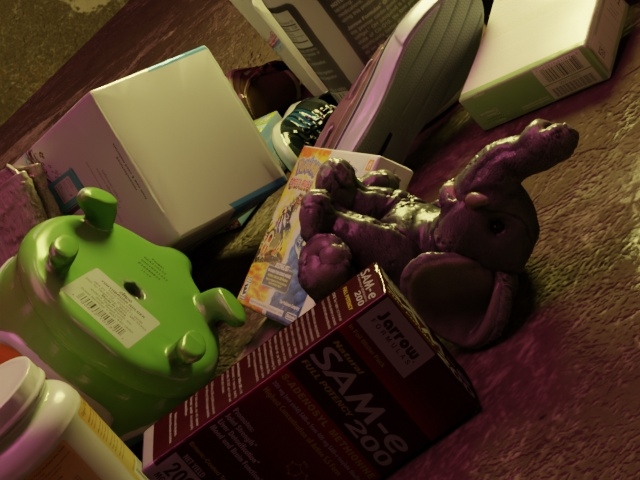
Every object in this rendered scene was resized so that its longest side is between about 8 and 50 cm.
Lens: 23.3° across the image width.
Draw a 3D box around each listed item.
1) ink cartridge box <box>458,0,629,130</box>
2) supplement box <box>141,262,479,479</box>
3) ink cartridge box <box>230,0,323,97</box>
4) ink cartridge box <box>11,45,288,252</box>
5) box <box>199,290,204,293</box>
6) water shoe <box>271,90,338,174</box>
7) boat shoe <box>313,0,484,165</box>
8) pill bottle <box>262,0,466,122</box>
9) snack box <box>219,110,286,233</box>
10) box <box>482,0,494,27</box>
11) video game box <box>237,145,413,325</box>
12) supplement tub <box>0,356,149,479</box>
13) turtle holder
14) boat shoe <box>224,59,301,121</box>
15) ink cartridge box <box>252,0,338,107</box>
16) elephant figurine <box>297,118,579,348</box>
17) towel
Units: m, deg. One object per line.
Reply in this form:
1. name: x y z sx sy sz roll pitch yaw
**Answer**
1. ink cartridge box: 0.253 -0.241 1.686 0.171 0.056 0.235 -22 33 41
2. supplement box: -0.010 0.143 1.231 0.239 0.130 0.073 -37 19 8
3. ink cartridge box: -0.045 -0.347 2.187 0.117 0.278 0.201 -38 19 11
4. ink cartridge box: -0.223 -0.066 1.862 0.198 0.197 0.270 -30 -2 -44
5. box: -0.173 0.091 1.819 0.083 0.018 0.067 -13 32 52
6. water shoe: -0.009 -0.143 1.969 0.080 0.073 0.203 -30 21 17
7. boat shoe: 0.073 -0.163 1.726 0.094 0.109 0.302 21 74 48
8. pill bottle: 0.037 -0.287 1.831 0.176 0.318 0.176 -33 20 14
9. snack box: -0.146 -0.072 2.061 0.207 0.070 0.174 -17 28 45
10. box: 0.355 -0.376 1.825 0.322 0.079 0.257 -21 24 42
11. video game box: 0.000 0.000 1.563 0.187 0.048 0.205 -65 22 -5
12. supplement tub: -0.241 0.216 1.381 0.144 0.199 0.144 -34 19 14
13. turtle holder: -0.241 0.091 1.611 0.227 0.243 0.320 -50 27 20
14. boat shoe: -0.077 -0.215 2.203 0.095 0.095 0.257 -20 14 10
15. ink cartridge box: 0.097 -0.364 2.070 0.353 0.207 0.119 -49 20 -25
16. elephant figurine: 0.112 0.008 1.306 0.239 0.186 0.169 -1 72 22
17. towel: -0.344 0.052 1.841 0.049 0.282 0.187 -26 6 -40
